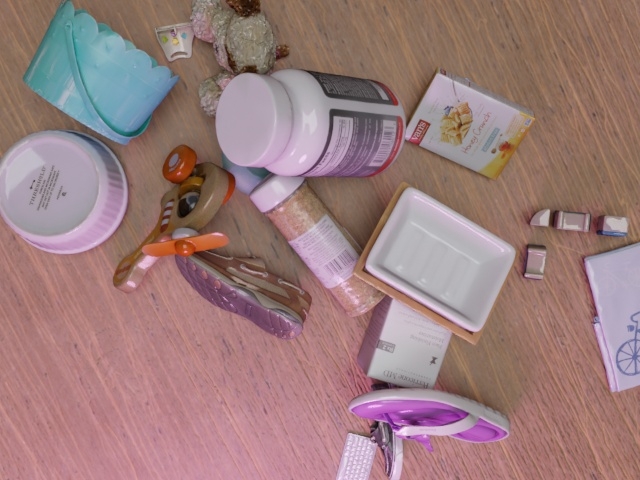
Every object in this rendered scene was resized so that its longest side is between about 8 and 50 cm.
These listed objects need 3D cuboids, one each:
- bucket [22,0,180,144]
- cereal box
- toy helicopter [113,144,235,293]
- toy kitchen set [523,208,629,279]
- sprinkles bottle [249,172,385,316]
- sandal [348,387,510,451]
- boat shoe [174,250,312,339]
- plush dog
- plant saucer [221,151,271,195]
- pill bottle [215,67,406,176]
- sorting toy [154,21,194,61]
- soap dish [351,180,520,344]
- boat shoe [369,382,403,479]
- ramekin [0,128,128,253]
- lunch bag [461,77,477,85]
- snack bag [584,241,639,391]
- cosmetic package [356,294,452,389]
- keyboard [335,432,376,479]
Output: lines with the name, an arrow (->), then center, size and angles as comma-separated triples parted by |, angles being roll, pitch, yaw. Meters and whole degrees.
bucket -> -0.443, -0.333, 1.529 | 0.281, 0.281, 0.183 | 34, 95, -6
cereal box -> 0.323, -0.255, 1.670 | 0.240, 0.047, 0.173 | 22, 124, -6
toy helicopter -> -0.313, -0.011, 1.590 | 0.140, 0.235, 0.355 | 32, 110, -38
toy kitchen set -> 0.579, 0.018, 1.732 | 0.207, 0.122, 0.166 | 7, 93, 14
sprinkles bottle -> 0.000, 0.000, 1.637 | 0.121, 0.121, 0.355 | -39, 102, -2
sandal -> 0.253, 0.397, 1.620 | 0.416, 0.169, 0.102 | 16, 53, -27
boat shoe -> -0.166, 0.093, 1.660 | 0.324, 0.123, 0.116 | 31, 56, 2
plush dog -> -0.153, -0.389, 1.557 | 0.211, 0.225, 0.262 | -6, 97, -11
plant saucer -> -0.122, -0.189, 1.677 | 0.195, 0.037, 0.194 | 0, 92, -5
pill bottle -> -0.014, -0.232, 1.513 | 0.363, 0.210, 0.210 | -4, 94, -46
sorting toy -> -0.314, -0.431, 1.646 | 0.083, 0.045, 0.075 | -15, 107, -16
soap dish -> 0.233, 0.049, 1.555 | 0.291, 0.118, 0.228 | 30, 72, -3
boat shoe -> 0.145, 0.432, 1.717 | 0.070, 0.078, 0.219 | -2, 85, -6
ramekin -> -0.548, -0.107, 1.582 | 0.273, 0.127, 0.272 | 0, 88, -3
lunch bag -> 0.328, -0.317, 1.704 | 0.071, 0.053, 0.083 | 31, 86, -11
snack bag -> 0.790, 0.153, 1.780 | 0.323, 0.037, 0.342 | -17, 95, -5
cosmetic package -> 0.186, 0.219, 1.668 | 0.151, 0.151, 0.183 | 18, 91, -6
keyboard -> 0.066, 0.574, 1.744 | 0.072, 0.014, 0.256 | 14, 91, -6
